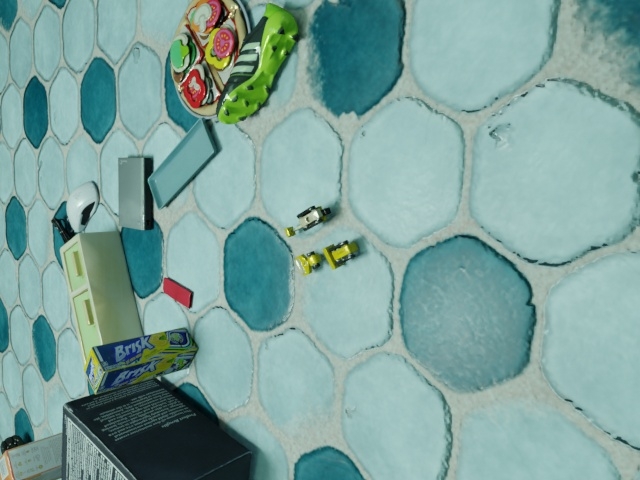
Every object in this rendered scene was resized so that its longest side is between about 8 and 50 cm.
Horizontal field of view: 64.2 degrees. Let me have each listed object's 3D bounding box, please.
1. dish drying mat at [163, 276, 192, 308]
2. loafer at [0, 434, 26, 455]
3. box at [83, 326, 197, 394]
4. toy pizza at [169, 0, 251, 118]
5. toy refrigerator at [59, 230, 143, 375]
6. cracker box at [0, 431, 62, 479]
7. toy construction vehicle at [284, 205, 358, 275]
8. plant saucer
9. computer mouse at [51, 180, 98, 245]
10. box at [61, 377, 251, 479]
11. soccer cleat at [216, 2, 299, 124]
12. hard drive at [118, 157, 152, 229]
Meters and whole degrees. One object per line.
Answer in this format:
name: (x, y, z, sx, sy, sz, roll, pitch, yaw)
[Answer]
dish drying mat: (-0.256, 0.093, 0.914, 0.083, 0.008, 0.032, 21, 108, 37)
loafer: (-0.812, 0.640, 1.406, 0.223, 0.076, 0.078, 43, 138, 25)
box: (-0.296, 0.197, 0.850, 0.054, 0.169, 0.059, 47, 122, 28)
toy pizza: (-0.182, -0.294, 0.800, 0.201, 0.032, 0.201, 4, 97, 41)
toy refrigerator: (-0.439, 0.125, 1.018, 0.102, 0.094, 0.269, -24, 78, 40)
cracker box: (-0.510, 0.426, 1.013, 0.156, 0.232, 0.067, -41, 67, 35)
toy construction vehicle: (0.000, 0.000, 0.671, 0.098, 0.035, 0.085, -31, 84, 41)
plant saucer: (-0.237, -0.126, 0.873, 0.192, 0.018, 0.067, -35, 71, 37)
computer mouse: (-0.549, -0.059, 1.131, 0.193, 0.042, 0.106, -47, 63, 33)
box: (-0.282, 0.438, 0.849, 0.294, 0.183, 0.296, 19, 108, 40)
soccer cleat: (-0.095, -0.244, 0.717, 0.179, 0.060, 0.072, -50, 53, 25)
hard drive: (-0.355, -0.091, 0.973, 0.094, 0.022, 0.135, 8, 99, 40)
